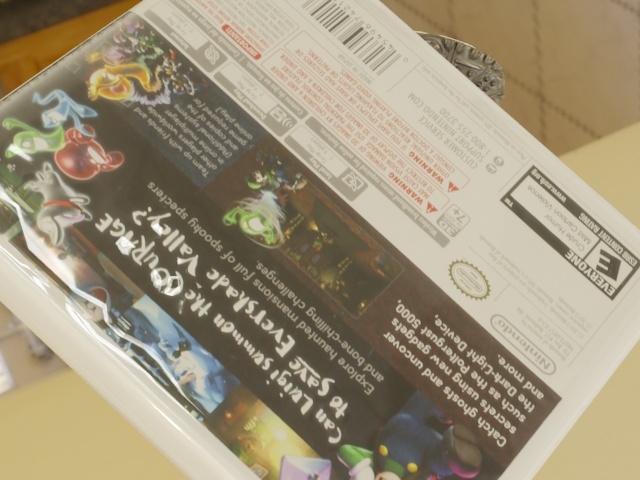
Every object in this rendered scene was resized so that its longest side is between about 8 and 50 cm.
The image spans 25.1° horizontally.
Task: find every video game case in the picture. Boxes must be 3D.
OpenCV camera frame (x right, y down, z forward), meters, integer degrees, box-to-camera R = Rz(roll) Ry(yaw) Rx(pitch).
[{"bbox_3d":[0.000,0.000,0.445,0.190,0.173,0.022,43,144,6],"label":"video game case"}]

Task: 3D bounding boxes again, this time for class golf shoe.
[{"bbox_3d":[0.045,-0.132,1.108,0.094,0.198,0.077,-60,-29,-65],"label":"golf shoe"}]
